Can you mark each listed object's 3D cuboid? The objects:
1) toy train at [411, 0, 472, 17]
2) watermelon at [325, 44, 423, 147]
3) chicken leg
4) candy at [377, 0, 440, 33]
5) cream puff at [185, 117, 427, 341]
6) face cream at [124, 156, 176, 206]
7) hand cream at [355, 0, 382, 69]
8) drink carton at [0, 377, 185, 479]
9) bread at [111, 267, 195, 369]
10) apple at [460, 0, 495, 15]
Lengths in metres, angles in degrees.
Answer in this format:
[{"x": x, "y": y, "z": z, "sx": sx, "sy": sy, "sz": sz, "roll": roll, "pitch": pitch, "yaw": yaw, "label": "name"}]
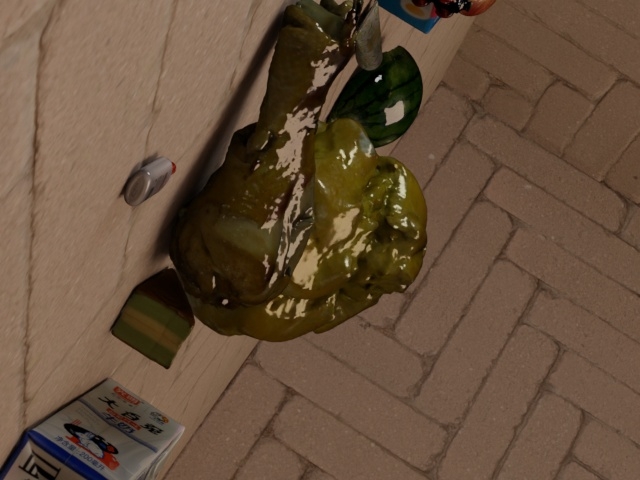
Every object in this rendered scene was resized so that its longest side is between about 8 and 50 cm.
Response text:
[{"x": 0.150, "y": -0.361, "z": 1.650, "sx": 0.087, "sy": 0.138, "sz": 0.050, "roll": -61, "pitch": 174, "yaw": -12, "label": "toy train"}, {"x": 0.104, "y": -0.236, "z": 2.163, "sx": 0.232, "sy": 0.127, "sz": 0.204, "roll": -44, "pitch": 171, "yaw": -49, "label": "watermelon"}, {"x": -0.058, "y": -0.092, "z": 1.367, "sx": 0.201, "sy": 0.152, "sz": 0.429, "roll": -76, "pitch": -173, "yaw": -61, "label": "chicken leg"}, {"x": 0.192, "y": -0.449, "z": 1.734, "sx": 0.157, "sy": 0.100, "sz": 0.306, "roll": -55, "pitch": 177, "yaw": -32, "label": "candy"}, {"x": 0.000, "y": 0.000, "z": 1.690, "sx": 0.378, "sy": 0.275, "sz": 0.378, "roll": -54, "pitch": 176, "yaw": -6, "label": "cream puff"}, {"x": -0.155, "y": -0.058, "z": 1.135, "sx": 0.040, "sy": 0.021, "sz": 0.083, "roll": -59, "pitch": 176, "yaw": 22, "label": "face cream"}, {"x": 0.074, "y": -0.304, "z": 1.863, "sx": 0.067, "sy": 0.042, "sz": 0.194, "roll": -55, "pitch": 172, "yaw": -7, "label": "hand cream"}, {"x": -0.274, "y": 0.267, "z": 1.485, "sx": 0.107, "sy": 0.130, "sz": 0.315, "roll": -56, "pitch": 176, "yaw": 9, "label": "drink carton"}, {"x": -0.186, "y": 0.092, "z": 1.495, "sx": 0.074, "sy": 0.084, "sz": 0.139, "roll": -59, "pitch": 176, "yaw": 13, "label": "bread"}, {"x": 0.229, "y": -0.437, "z": 1.972, "sx": 0.131, "sy": 0.146, "sz": 0.146, "roll": -63, "pitch": 176, "yaw": 6, "label": "apple"}]
